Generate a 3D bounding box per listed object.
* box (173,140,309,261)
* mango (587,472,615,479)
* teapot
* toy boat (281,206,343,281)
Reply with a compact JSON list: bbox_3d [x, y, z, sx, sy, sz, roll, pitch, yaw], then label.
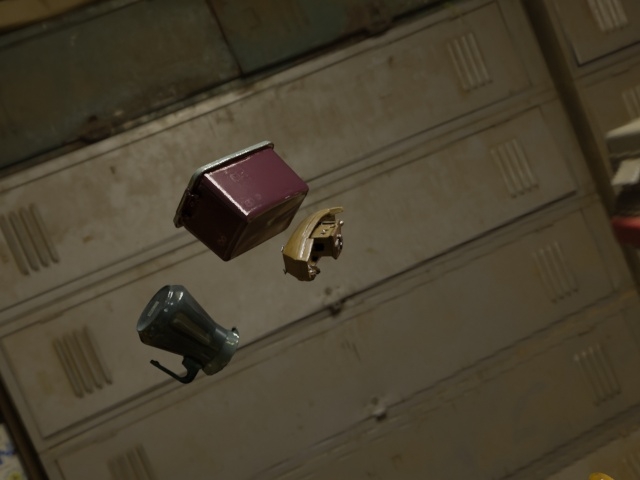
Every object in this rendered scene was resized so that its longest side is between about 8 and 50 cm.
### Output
[{"bbox_3d":[-0.174,-0.089,1.927,0.294,0.167,0.193,-31,-23,-48],"label":"box"},{"bbox_3d":[0.464,0.441,1.291,0.085,0.102,0.184,-54,14,17],"label":"mango"},{"bbox_3d":[-0.338,0.241,2.083,0.203,0.225,0.171,-56,21,-8],"label":"teapot"},{"bbox_3d":[0.000,0.000,1.250,0.072,0.064,0.206,0,24,17],"label":"toy boat"}]
